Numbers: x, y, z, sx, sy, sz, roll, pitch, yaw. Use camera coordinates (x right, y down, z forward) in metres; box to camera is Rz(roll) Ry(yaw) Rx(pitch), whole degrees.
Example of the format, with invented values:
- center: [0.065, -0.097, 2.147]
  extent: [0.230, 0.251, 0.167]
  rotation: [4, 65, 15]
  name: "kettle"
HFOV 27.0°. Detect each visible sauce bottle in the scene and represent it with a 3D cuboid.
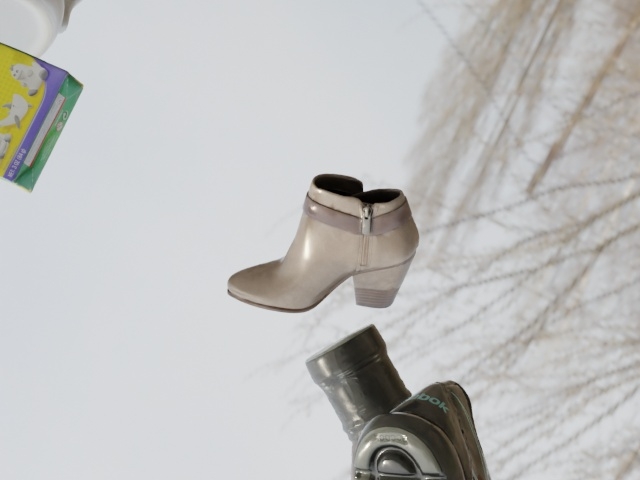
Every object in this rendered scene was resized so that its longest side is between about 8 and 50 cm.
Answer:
- center: [0.099, 0.236, 1.143]
  extent: [0.344, 0.111, 0.111]
  rotation: [62, -152, 3]
  name: "sauce bottle"

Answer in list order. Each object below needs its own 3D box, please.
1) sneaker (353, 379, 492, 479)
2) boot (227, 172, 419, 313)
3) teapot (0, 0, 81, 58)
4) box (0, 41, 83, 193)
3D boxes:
- center: [0.099, 0.228, 0.976]
  extent: [0.101, 0.267, 0.106]
  rotation: [2, -156, 27]
  name: "sneaker"
- center: [0.000, 0.000, 0.801]
  extent: [0.118, 0.087, 0.042]
  rotation: [1, -143, 4]
  name: "boot"
- center: [-0.367, -0.270, 1.277]
  extent: [0.256, 0.252, 0.187]
  rotation: [45, -150, -68]
  name: "teapot"
- center: [-0.299, -0.122, 1.110]
  extent: [0.179, 0.105, 0.043]
  rotation: [22, 173, 16]
  name: "box"
